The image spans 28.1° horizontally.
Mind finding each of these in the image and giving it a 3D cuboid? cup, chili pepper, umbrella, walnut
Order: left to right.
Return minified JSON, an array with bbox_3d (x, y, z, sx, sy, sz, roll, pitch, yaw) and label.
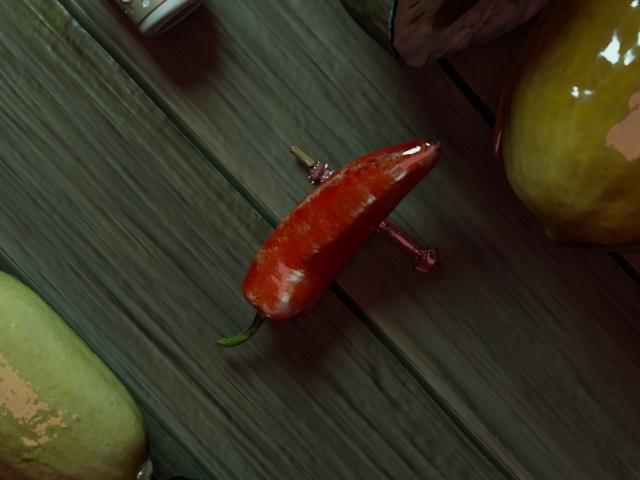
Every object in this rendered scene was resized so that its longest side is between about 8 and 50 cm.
[{"bbox_3d":[-0.136,-0.231,1.051,0.102,0.074,0.099,-33,97,36],"label":"cup"},{"bbox_3d":[0.000,0.000,1.072,0.071,0.063,0.272,40,114,-6],"label":"chili pepper"},{"bbox_3d":[0.038,-0.027,1.097,0.165,0.025,0.027,39,78,-3],"label":"umbrella"},{"bbox_3d":[0.267,-0.143,0.971,0.209,0.209,0.336,29,100,0],"label":"walnut"}]

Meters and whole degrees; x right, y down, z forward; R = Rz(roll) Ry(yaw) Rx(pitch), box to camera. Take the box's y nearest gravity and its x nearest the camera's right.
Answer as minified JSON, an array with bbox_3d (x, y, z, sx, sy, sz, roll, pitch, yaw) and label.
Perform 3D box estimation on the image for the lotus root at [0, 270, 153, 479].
[{"bbox_3d":[-0.265,0.123,1.090,0.303,0.131,0.146,43,98,-2],"label":"lotus root"}]

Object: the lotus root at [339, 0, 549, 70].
[{"bbox_3d":[0.106,-0.275,0.953,0.272,0.272,0.192,-45,59,9],"label":"lotus root"}]

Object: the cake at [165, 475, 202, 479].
[{"bbox_3d":[-0.111,0.343,1.085,0.199,0.196,0.293,31,95,-2],"label":"cake"}]
